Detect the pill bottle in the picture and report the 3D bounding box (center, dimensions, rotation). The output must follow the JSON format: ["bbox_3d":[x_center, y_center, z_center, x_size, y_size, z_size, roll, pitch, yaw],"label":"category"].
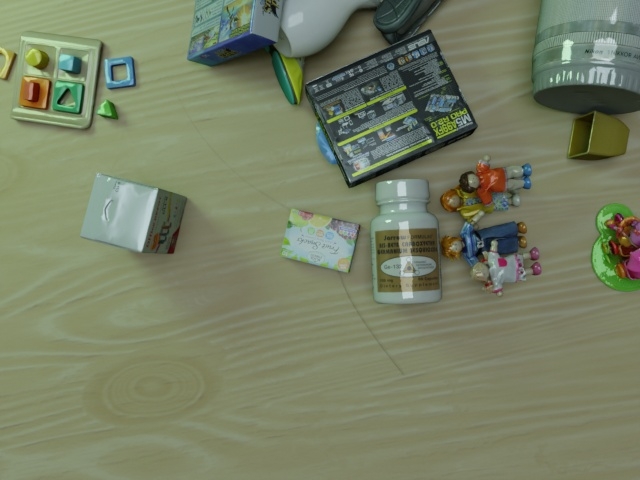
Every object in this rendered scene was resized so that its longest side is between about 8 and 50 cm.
[{"bbox_3d":[0.160,0.003,1.208,0.131,0.131,0.229,-3,88,6],"label":"pill bottle"}]

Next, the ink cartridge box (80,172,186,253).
[{"bbox_3d":[-0.359,-0.048,1.243,0.127,0.176,0.128,14,90,7],"label":"ink cartridge box"}]

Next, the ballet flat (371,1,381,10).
[{"bbox_3d":[0.084,-0.495,1.282,0.041,0.041,0.114,-38,85,4],"label":"ballet flat"}]

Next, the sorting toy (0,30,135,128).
[{"bbox_3d":[-0.565,-0.342,1.339,0.348,0.047,0.195,9,89,7],"label":"sorting toy"}]

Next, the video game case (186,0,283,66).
[{"bbox_3d":[-0.157,-0.475,1.207,0.061,0.270,0.244,10,88,-36],"label":"video game case"}]

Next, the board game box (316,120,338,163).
[{"bbox_3d":[0.076,-0.215,1.275,0.169,0.033,0.133,-1,84,1],"label":"board game box"}]

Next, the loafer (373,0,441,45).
[{"bbox_3d":[0.211,-0.499,1.255,0.267,0.084,0.096,-48,53,-1],"label":"loafer"}]

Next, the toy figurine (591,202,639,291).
[{"bbox_3d":[0.574,0.009,1.149,0.130,0.159,0.173,-14,86,6],"label":"toy figurine"}]

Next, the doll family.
[{"bbox_3d":[0.308,-0.027,1.210,0.163,0.118,0.262,-8,92,-13],"label":"doll family"}]

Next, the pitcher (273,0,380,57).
[{"bbox_3d":[-0.017,-0.450,1.227,0.207,0.125,0.178,-39,47,-16],"label":"pitcher"}]

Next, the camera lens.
[{"bbox_3d":[0.502,-0.384,1.138,0.220,0.219,0.274,9,89,6],"label":"camera lens"}]

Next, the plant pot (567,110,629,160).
[{"bbox_3d":[0.530,-0.191,1.202,0.083,0.081,0.081,10,89,-6],"label":"plant pot"}]

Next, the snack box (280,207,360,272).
[{"bbox_3d":[0.000,0.000,1.272,0.141,0.037,0.100,13,91,6],"label":"snack box"}]

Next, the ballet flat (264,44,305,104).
[{"bbox_3d":[-0.076,-0.385,1.278,0.077,0.077,0.231,-28,84,-12],"label":"ballet flat"}]

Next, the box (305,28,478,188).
[{"bbox_3d":[0.133,-0.253,1.231,0.270,0.060,0.216,-25,85,-2],"label":"box"}]
